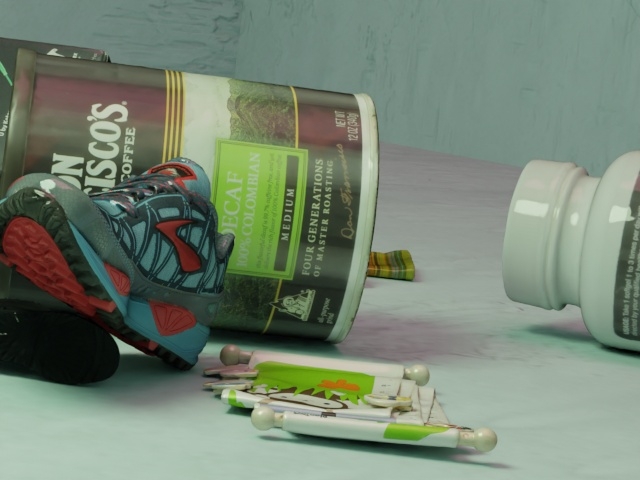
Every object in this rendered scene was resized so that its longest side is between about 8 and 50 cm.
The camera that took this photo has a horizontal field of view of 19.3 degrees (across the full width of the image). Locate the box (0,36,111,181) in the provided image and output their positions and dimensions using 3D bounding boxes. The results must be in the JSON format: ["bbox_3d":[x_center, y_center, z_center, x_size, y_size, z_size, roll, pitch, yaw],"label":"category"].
[{"bbox_3d":[-0.315,-0.085,1.672,0.270,0.143,0.165,9,-28,12],"label":"box"}]

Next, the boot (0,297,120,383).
[{"bbox_3d":[-0.186,0.065,1.257,0.121,0.045,0.099,10,1,5],"label":"boot"}]

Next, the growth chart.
[{"bbox_3d":[0.010,0.102,1.234,0.172,0.021,0.237,5,6,-7],"label":"growth chart"}]

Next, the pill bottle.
[{"bbox_3d":[0.326,0.017,1.618,0.319,0.176,0.176,10,7,20],"label":"pill bottle"}]

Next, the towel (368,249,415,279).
[{"bbox_3d":[-0.021,0.012,1.943,0.237,0.021,0.102,7,6,-4],"label":"towel"}]

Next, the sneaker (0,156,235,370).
[{"bbox_3d":[-0.130,-0.009,1.232,0.104,0.125,0.262,24,-10,20],"label":"sneaker"}]

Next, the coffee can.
[{"bbox_3d":[-0.109,-0.033,1.460,0.275,0.201,0.201,6,7,-10],"label":"coffee can"}]
